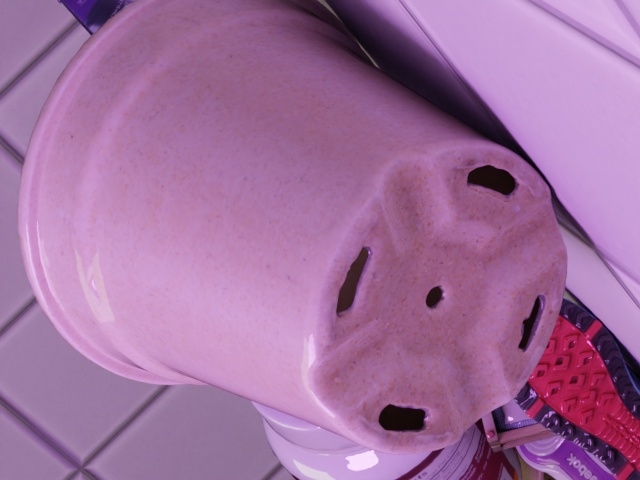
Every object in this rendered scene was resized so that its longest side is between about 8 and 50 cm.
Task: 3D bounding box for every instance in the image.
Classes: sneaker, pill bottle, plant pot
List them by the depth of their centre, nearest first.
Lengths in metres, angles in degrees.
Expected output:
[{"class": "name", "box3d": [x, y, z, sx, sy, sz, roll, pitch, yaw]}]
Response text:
[{"class": "plant pot", "box3d": [0.000, 0.000, 1.366, 0.305, 0.334, 0.334, 27, 164, 49]}, {"class": "sneaker", "box3d": [0.248, 0.148, 1.716, 0.262, 0.104, 0.125, 47, -179, -4]}, {"class": "pill bottle", "box3d": [0.069, 0.205, 2.076, 0.224, 0.224, 0.392, 45, 173, 37]}, {"class": "sneaker", "box3d": [0.317, 0.244, 2.111, 0.152, 0.114, 0.305, 12, -142, -52]}]

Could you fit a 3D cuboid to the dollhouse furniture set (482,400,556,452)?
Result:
[{"class": "dollhouse furniture set", "box3d": [0.216, 0.113, 1.977, 0.129, 0.129, 0.183, 55, -159, -77]}]

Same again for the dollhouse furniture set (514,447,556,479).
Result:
[{"class": "dollhouse furniture set", "box3d": [0.282, 0.205, 2.263, 0.144, 0.151, 0.123, 45, 151, 45]}]

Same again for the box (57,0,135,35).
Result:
[{"class": "box", "box3d": [-0.103, -0.186, 1.625, 0.207, 0.153, 0.108, 44, 177, 39]}]
